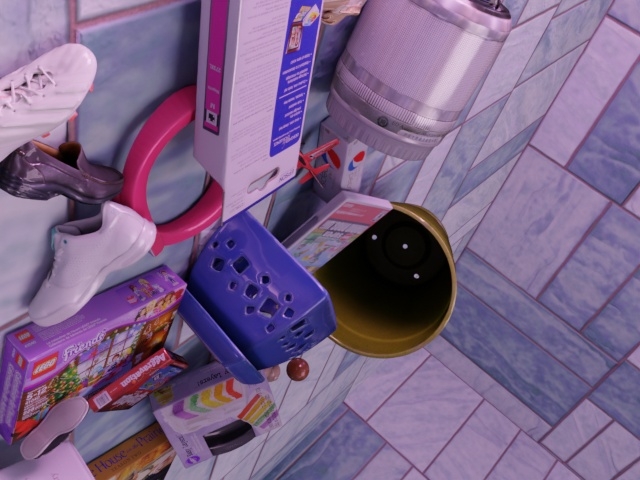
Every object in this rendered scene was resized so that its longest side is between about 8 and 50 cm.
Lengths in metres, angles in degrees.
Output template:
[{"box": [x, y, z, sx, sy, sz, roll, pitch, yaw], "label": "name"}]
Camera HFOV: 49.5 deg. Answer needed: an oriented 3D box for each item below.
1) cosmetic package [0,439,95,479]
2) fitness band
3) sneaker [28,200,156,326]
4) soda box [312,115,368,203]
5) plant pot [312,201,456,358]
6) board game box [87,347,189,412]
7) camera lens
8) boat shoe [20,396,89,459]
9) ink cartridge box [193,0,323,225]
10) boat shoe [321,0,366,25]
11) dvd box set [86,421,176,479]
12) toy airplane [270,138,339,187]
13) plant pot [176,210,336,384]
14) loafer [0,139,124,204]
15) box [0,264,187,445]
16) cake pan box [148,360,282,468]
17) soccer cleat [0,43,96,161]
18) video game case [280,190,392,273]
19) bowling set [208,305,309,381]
[{"box": [-0.498, 0.581, 1.021, 0.394, 0.327, 0.329, -18, 144, -42], "label": "cosmetic package"}, {"box": [-0.192, -0.092, 0.973, 0.209, 0.054, 0.291, -46, 162, -21], "label": "fitness band"}, {"box": [-0.314, 0.023, 0.884, 0.212, 0.080, 0.094, -39, 128, 13], "label": "sneaker"}, {"box": [0.040, -0.155, 1.347, 0.069, 0.074, 0.216, -40, 159, -25], "label": "soda box"}, {"box": [0.178, 0.053, 1.713, 0.366, 0.366, 0.353, -58, 171, 22], "label": "plant pot"}, {"box": [-0.315, 0.252, 1.237, 0.145, 0.027, 0.281, -34, 172, -10], "label": "board game box"}, {"box": [0.154, -0.295, 1.111, 0.219, 0.219, 0.274, -23, 147, -54], "label": "camera lens"}, {"box": [-0.392, 0.280, 1.040, 0.125, 0.046, 0.038, -45, 164, 1], "label": "boat shoe"}, {"box": [-0.076, -0.211, 0.874, 0.176, 0.069, 0.371, -39, 147, -46], "label": "ink cartridge box"}, {"box": [0.016, -0.331, 0.971, 0.170, 0.063, 0.059, -30, 147, -49], "label": "boat shoe"}, {"box": [-0.495, 0.579, 1.531, 0.420, 0.062, 0.307, -23, 146, -55], "label": "dvd box set"}, {"box": [-0.023, -0.139, 1.270, 0.151, 0.028, 0.151, -21, 151, -12], "label": "toy airplane"}, {"box": [-0.127, 0.118, 1.249, 0.212, 0.236, 0.236, -41, 161, -11], "label": "plant pot"}, {"box": [-0.277, -0.080, 0.774, 0.061, 0.062, 0.170, -61, 161, 15], "label": "loafer"}, {"box": [-0.354, 0.171, 1.078, 0.293, 0.057, 0.201, -28, 152, -50], "label": "box"}, {"box": [-0.224, 0.371, 1.522, 0.246, 0.070, 0.267, -20, 136, -11], "label": "cake pan box"}, {"box": [-0.293, -0.122, 0.647, 0.196, 0.068, 0.076, -44, 158, -11], "label": "soccer cleat"}, {"box": [0.000, 0.000, 1.463, 0.285, 0.025, 0.204, -39, 158, 24], "label": "video game case"}, {"box": [-0.110, 0.276, 1.653, 0.287, 0.200, 0.154, -46, 163, -3], "label": "bowling set"}]
